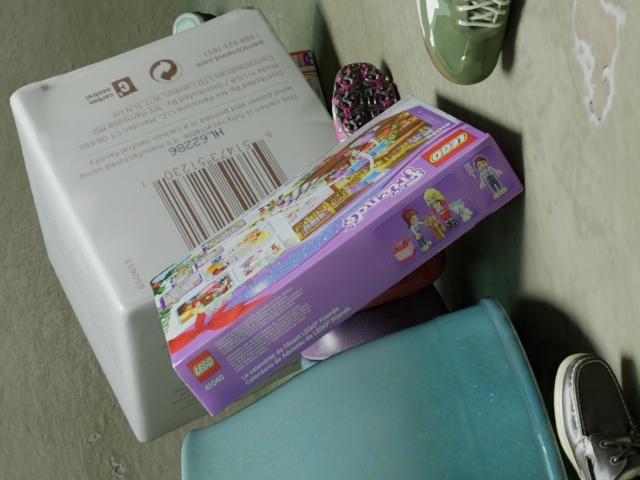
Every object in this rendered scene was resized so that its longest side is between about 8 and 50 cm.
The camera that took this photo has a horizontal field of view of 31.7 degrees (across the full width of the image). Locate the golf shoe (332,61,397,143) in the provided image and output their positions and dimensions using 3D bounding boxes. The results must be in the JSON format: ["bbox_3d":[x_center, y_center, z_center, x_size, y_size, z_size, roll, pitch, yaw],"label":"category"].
[{"bbox_3d":[0.051,-0.093,1.144,0.086,0.068,0.186,101,157,-65],"label":"golf shoe"}]

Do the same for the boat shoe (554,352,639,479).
[{"bbox_3d":[0.188,0.143,0.701,0.049,0.056,0.152,147,109,-66],"label":"boat shoe"}]

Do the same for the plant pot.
[{"bbox_3d":[0.039,0.204,0.839,0.271,0.255,0.271,166,90,-89],"label":"plant pot"}]

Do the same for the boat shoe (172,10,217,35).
[{"bbox_3d":[-0.217,-0.315,2.291,0.114,0.091,0.302,0,102,34],"label":"boat shoe"}]

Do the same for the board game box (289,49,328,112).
[{"bbox_3d":[-0.025,-0.145,1.548,0.193,0.045,0.146,102,156,-61],"label":"board game box"}]

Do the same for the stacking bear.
[{"bbox_3d":[0.072,0.156,1.044,0.164,0.175,0.289,-46,-61,-76],"label":"stacking bear"}]

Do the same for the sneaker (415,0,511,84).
[{"bbox_3d":[0.106,-0.194,0.775,0.086,0.064,0.192,-112,19,-66],"label":"sneaker"}]

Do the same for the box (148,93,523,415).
[{"bbox_3d":[0.000,0.000,0.924,0.057,0.293,0.201,54,179,-21],"label":"box"}]

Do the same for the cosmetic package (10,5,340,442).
[{"bbox_3d":[-0.156,-0.009,1.421,0.327,0.329,0.393,57,159,24],"label":"cosmetic package"}]
